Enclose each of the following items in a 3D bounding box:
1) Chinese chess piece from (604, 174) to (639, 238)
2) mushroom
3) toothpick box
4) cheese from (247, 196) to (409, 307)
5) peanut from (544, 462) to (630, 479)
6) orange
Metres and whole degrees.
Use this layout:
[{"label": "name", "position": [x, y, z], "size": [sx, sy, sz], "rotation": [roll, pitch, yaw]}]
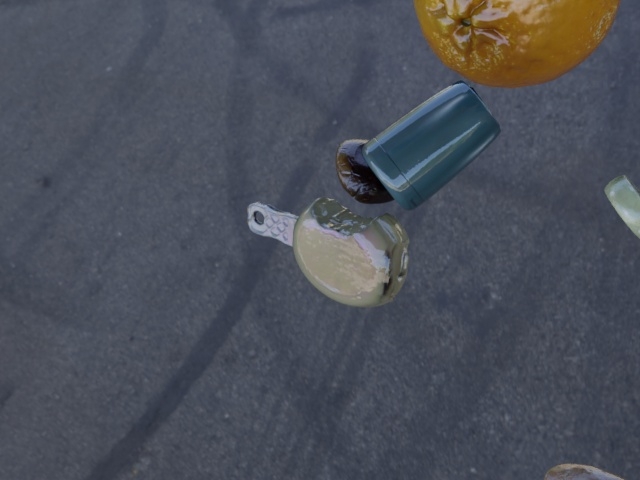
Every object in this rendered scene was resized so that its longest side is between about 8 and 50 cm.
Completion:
[{"label": "Chinese chess piece", "position": [0.382, -0.041, 0.977], "size": [0.034, 0.084, 0.084], "rotation": [-39, 42, 23]}, {"label": "mushroom", "position": [0.078, -0.111, 1.243], "size": [0.052, 0.123, 0.123], "rotation": [-45, 27, 45]}, {"label": "toothpick box", "position": [0.161, -0.139, 1.148], "size": [0.184, 0.120, 0.120], "rotation": [-38, 46, 9]}, {"label": "cheese", "position": [0.000, 0.000, 1.215], "size": [0.286, 0.163, 0.082], "rotation": [22, 32, 28]}, {"label": "peanut", "position": [0.361, 0.334, 1.028], "size": [0.152, 0.076, 0.076], "rotation": [18, 58, 25]}, {"label": "orange", "position": [0.311, -0.409, 1.308], "size": [0.340, 0.341, 0.293], "rotation": [19, 52, 33]}]
